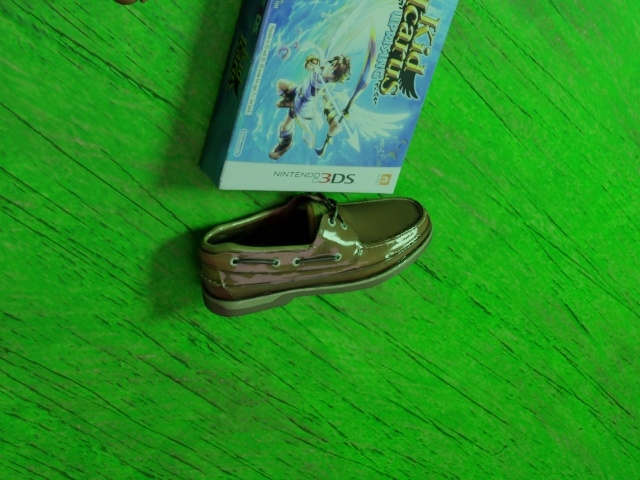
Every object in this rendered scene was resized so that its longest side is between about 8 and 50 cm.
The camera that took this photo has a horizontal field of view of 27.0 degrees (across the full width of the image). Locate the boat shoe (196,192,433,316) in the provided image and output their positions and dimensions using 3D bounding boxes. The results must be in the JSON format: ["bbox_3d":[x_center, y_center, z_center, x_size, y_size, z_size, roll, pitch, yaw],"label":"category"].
[{"bbox_3d":[0.000,0.000,1.608,0.307,0.110,0.104,-20,131,-19],"label":"boat shoe"}]

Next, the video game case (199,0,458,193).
[{"bbox_3d":[0.011,-0.183,1.520,0.244,0.061,0.269,-1,121,-33],"label":"video game case"}]

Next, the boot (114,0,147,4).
[{"bbox_3d":[-0.306,-0.275,1.223,0.220,0.109,0.283,-41,131,-2],"label":"boot"}]
